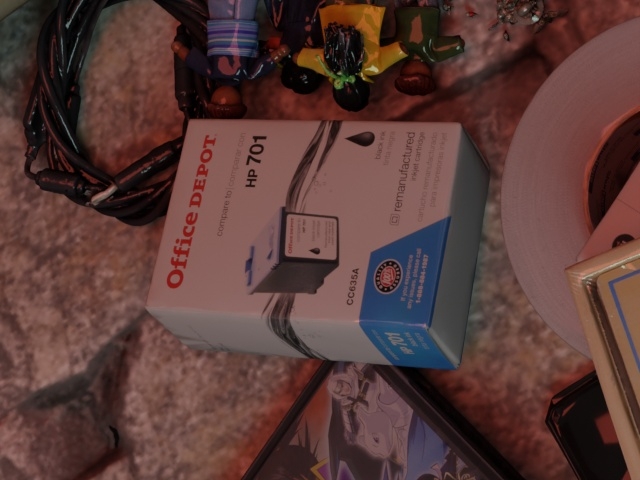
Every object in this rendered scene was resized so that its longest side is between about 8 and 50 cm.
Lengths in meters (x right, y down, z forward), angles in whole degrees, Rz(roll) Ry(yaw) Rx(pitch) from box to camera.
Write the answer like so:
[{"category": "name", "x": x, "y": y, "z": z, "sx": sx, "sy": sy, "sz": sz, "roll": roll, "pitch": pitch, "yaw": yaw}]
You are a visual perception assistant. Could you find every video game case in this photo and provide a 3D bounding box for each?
[{"category": "video game case", "x": 0.020, "y": 0.231, "z": 0.990, "sx": 0.274, "sy": 0.035, "sz": 0.248, "roll": -56, "pitch": 47, "yaw": 12}]

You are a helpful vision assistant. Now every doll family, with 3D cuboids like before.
[{"category": "doll family", "x": -0.004, "y": -0.132, "z": 1.040, "sx": 0.193, "sy": 0.076, "sz": 0.111, "roll": 2, "pitch": 92, "yaw": 32}]

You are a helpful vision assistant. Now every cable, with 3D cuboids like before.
[{"category": "cable", "x": -0.132, "y": -0.106, "z": 1.104, "sx": 0.151, "sy": 0.047, "sz": 0.184, "roll": 22, "pitch": 97, "yaw": 21}]

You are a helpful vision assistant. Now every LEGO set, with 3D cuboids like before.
[{"category": "LEGO set", "x": 0.116, "y": -0.155, "z": 1.015, "sx": 0.083, "sy": 0.023, "sz": 0.054, "roll": -4, "pitch": 87, "yaw": 22}]

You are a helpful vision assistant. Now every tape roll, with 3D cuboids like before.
[{"category": "tape roll", "x": 0.220, "y": -0.023, "z": 0.930, "sx": 0.219, "sy": 0.072, "sz": 0.219, "roll": -4, "pitch": 81, "yaw": 25}]

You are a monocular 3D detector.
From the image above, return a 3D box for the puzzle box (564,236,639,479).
[{"category": "puzzle box", "x": 0.296, "y": 0.148, "z": 0.720, "sx": 0.272, "sy": 0.052, "sz": 0.408, "roll": -25, "pitch": 65, "yaw": 21}]

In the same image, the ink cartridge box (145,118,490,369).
[{"category": "ink cartridge box", "x": 0.000, "y": 0.000, "z": 1.010, "sx": 0.191, "sy": 0.082, "sz": 0.139, "roll": 3, "pitch": 69, "yaw": 21}]

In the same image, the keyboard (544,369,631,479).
[{"category": "keyboard", "x": 0.306, "y": 0.106, "z": 0.927, "sx": 0.317, "sy": 0.033, "sz": 0.201, "roll": -33, "pitch": 70, "yaw": 19}]

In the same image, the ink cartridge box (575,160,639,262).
[{"category": "ink cartridge box", "x": 0.284, "y": -0.019, "z": 0.832, "sx": 0.224, "sy": 0.045, "sz": 0.223, "roll": 35, "pitch": 98, "yaw": 25}]

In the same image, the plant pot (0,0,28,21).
[{"category": "plant pot", "x": -0.215, "y": -0.295, "z": 1.024, "sx": 0.306, "sy": 0.334, "sz": 0.333, "roll": -26, "pitch": 79, "yaw": 8}]
